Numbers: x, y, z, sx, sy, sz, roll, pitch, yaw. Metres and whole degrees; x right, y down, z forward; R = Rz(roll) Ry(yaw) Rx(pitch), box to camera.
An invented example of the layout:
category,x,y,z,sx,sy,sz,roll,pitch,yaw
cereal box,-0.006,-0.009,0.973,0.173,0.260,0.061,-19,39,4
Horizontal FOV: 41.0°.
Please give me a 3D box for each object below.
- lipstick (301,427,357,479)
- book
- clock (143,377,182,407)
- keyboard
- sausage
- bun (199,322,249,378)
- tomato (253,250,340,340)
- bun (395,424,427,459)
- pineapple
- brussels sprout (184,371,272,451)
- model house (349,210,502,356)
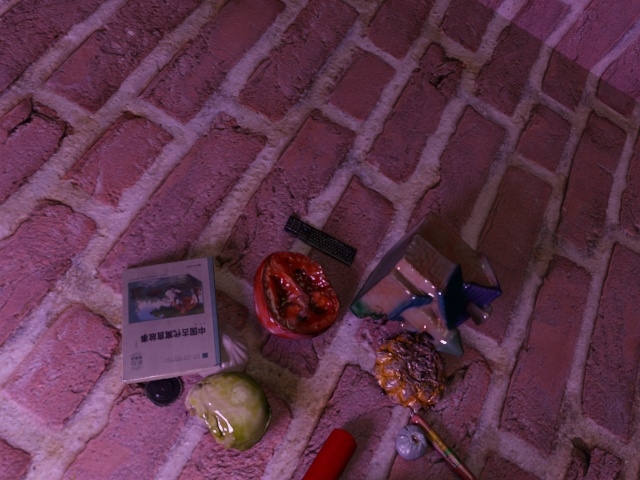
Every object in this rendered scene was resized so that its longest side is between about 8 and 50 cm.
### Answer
category,x,y,z,sx,sy,sz,roll,pitch,yaw
lipstick,-0.011,0.518,1.793,0.073,0.073,0.280,37,49,2
book,-0.328,0.168,1.870,0.214,0.025,0.283,-9,56,-3
clock,-0.333,0.316,1.821,0.074,0.010,0.083,44,50,9
keyboard,0.000,0.000,2.209,0.198,0.010,0.064,28,48,-5
sausage,0.285,0.485,1.984,0.223,0.029,0.029,47,51,12
bun,-0.218,0.235,1.882,0.138,0.094,0.138,12,49,-15
tomato,-0.069,0.145,2.017,0.227,0.101,0.228,17,53,-25
bun,0.210,0.460,1.955,0.083,0.045,0.083,10,53,-13
pineapple,0.225,0.307,2.056,0.224,0.076,0.225,14,51,-18
brussels sprout,-0.186,0.349,1.796,0.183,0.131,0.145,44,72,8
model house,0.275,0.135,2.092,0.280,0.245,0.312,42,40,-2
